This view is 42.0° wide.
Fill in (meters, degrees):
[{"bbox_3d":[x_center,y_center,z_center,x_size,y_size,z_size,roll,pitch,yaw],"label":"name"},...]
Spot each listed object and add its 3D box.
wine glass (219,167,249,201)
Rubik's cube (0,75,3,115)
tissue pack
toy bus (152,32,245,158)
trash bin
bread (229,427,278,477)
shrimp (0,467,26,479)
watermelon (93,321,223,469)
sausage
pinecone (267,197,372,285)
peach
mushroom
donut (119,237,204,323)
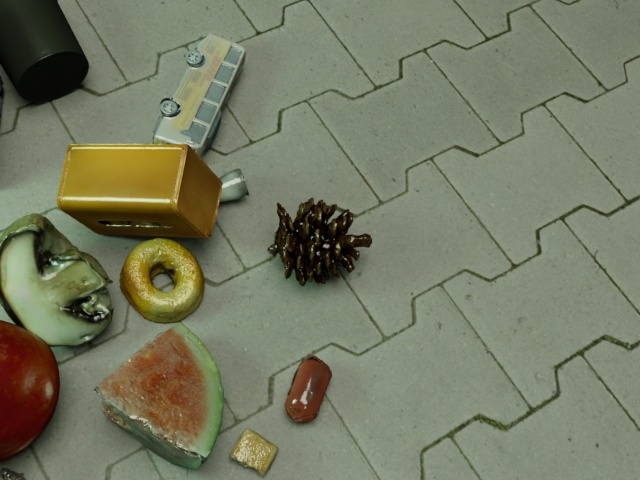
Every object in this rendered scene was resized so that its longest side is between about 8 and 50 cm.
[{"bbox_3d":[-0.243,-0.105,1.864,0.155,0.072,0.072,-21,67,-17],"label":"wine glass"},{"bbox_3d":[-0.852,-0.298,1.755,0.305,0.310,0.307,-2,62,-12],"label":"Rubik's cube"},{"bbox_3d":[-0.370,-0.097,1.725,0.274,0.194,0.146,3,73,18],"label":"tissue pack"},{"bbox_3d":[-0.288,-0.333,1.967,0.137,0.097,0.343,20,60,-4],"label":"toy bus"},{"bbox_3d":[-0.690,-0.506,1.938,0.214,0.214,0.334,-29,73,-21],"label":"trash bin"},{"bbox_3d":[-0.128,0.412,1.624,0.083,0.035,0.070,28,62,0],"label":"bread"},{"bbox_3d":[-0.559,0.456,1.547,0.038,0.029,0.092,-28,74,-29],"label":"shrimp"},{"bbox_3d":[-0.299,0.297,1.571,0.231,0.193,0.310,-11,63,-14],"label":"watermelon"},{"bbox_3d":[-0.025,0.299,1.677,0.076,0.076,0.141,22,61,4],"label":"sausage"},{"bbox_3d":[0.000,0.000,1.784,0.212,0.168,0.186,-7,93,-24],"label":"pinecone"},{"bbox_3d":[-0.606,0.287,1.511,0.245,0.248,0.275,18,71,-22],"label":"peach"},{"bbox_3d":[-0.544,0.081,1.675,0.189,0.164,0.267,-47,112,-2],"label":"mushroom"},{"bbox_3d":[-0.333,0.077,1.751,0.174,0.075,0.190,-18,66,-16],"label":"donut"}]
